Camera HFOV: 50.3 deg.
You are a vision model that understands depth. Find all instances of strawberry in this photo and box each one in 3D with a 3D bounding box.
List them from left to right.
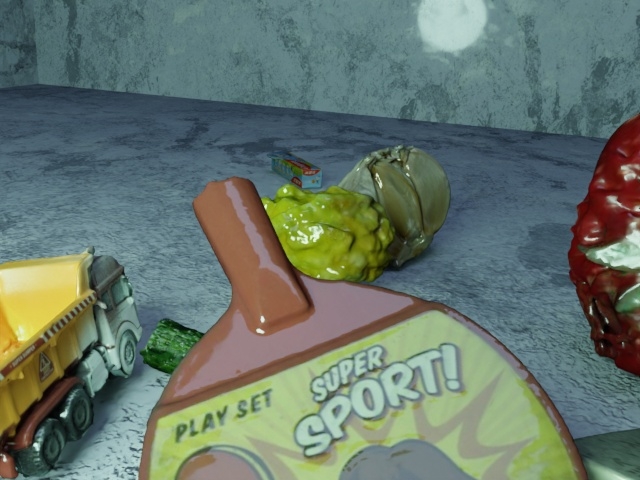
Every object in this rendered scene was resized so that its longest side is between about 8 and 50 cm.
[{"bbox_3d":[0.444,0.012,0.785,0.295,0.317,0.345,-21,-12,27],"label":"strawberry"}]

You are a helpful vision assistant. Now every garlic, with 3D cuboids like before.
[{"bbox_3d":[0.095,-0.059,1.085,0.229,0.178,0.143,-24,15,-27],"label":"garlic"}]

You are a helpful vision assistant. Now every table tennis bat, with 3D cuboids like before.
[{"bbox_3d":[0.003,0.110,0.452,0.268,0.051,0.414,-19,53,-14],"label":"table tennis bat"}]

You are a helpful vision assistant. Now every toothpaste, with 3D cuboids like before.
[{"bbox_3d":[-0.067,-0.162,1.562,0.070,0.044,0.193,-6,20,-24],"label":"toothpaste"}]

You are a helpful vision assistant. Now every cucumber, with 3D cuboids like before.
[{"bbox_3d":[-0.091,0.125,0.662,0.187,0.058,0.058,12,20,26],"label":"cucumber"}]

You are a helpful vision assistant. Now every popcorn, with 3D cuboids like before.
[{"bbox_3d":[0.000,0.004,0.895,0.198,0.155,0.197,-7,17,2],"label":"popcorn"}]

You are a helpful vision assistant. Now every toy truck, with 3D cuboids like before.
[{"bbox_3d":[-0.247,0.096,0.568,0.114,0.135,0.270,-5,16,8],"label":"toy truck"}]

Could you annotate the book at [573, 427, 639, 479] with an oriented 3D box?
[{"bbox_3d":[0.371,0.208,0.423,0.269,0.032,0.389,10,7,-45],"label":"book"}]
